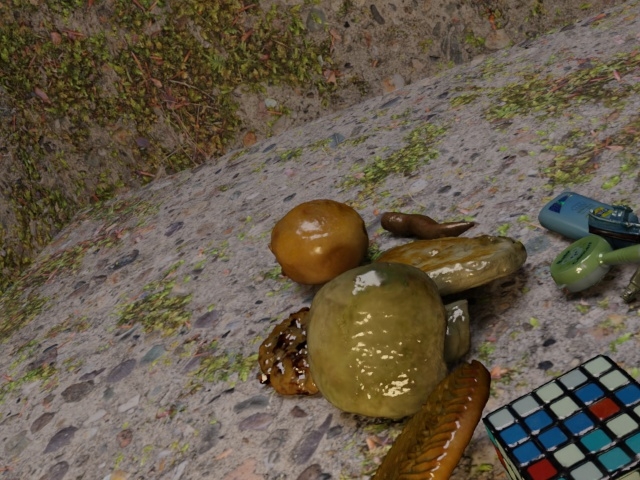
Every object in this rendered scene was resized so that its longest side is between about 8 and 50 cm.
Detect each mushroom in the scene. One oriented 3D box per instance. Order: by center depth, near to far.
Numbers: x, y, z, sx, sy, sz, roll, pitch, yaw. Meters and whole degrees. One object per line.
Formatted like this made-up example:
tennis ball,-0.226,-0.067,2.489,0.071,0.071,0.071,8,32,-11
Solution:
mushroom,0.116,0.172,1.318,0.292,0.212,0.217,4,41,3

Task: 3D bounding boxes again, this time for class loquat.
loquat,0.000,0.000,1.829,0.238,0.193,0.238,-22,31,14

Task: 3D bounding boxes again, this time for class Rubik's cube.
Rubik's cube,0.331,0.281,0.920,0.182,0.187,0.184,-27,26,-3

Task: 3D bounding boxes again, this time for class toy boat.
toy boat,0.532,-0.033,1.383,0.137,0.060,0.061,17,90,62

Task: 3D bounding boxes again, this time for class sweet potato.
sweet potato,0.245,-0.027,1.800,0.067,0.059,0.281,-24,21,-25

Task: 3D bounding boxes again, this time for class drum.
drum,0.508,0.021,1.342,0.130,0.049,0.253,-47,9,-35

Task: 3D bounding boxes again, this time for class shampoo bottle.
shampoo bottle,0.539,-0.031,1.505,0.104,0.061,0.258,-33,24,-9

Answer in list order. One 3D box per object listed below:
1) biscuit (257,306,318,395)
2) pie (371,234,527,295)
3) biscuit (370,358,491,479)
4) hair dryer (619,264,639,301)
biscuit,0.013,0.194,1.559,0.334,0.081,0.289,-7,29,40
pie,0.240,0.052,1.531,0.339,0.077,0.339,-12,11,2
biscuit,0.128,0.295,1.051,0.318,0.040,0.318,-54,-3,-4
hair dryer,0.613,-0.007,1.345,0.219,0.088,0.225,-28,-27,-57
